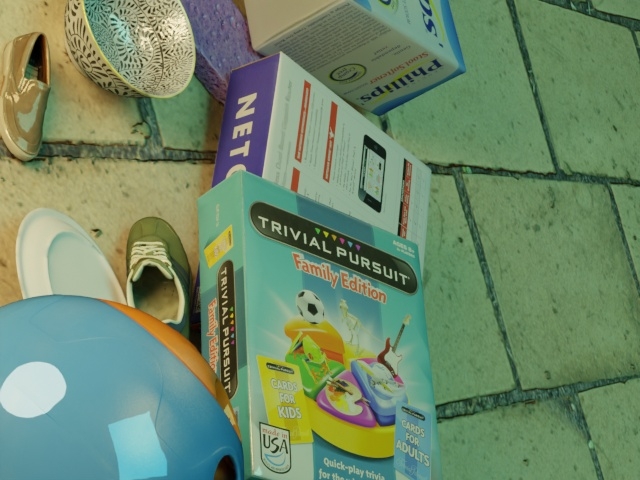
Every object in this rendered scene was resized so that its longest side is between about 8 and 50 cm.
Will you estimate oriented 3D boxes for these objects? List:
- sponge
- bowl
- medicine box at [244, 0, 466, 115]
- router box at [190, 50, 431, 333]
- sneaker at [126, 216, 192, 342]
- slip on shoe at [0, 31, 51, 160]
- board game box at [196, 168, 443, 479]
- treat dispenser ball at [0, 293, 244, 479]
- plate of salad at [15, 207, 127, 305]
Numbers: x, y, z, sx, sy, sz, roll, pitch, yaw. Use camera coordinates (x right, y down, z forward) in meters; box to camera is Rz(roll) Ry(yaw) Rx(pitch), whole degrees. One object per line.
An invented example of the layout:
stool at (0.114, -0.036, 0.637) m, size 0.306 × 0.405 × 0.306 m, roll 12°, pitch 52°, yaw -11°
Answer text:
sponge at (-0.118, -0.231, 1.886) m, size 0.210 × 0.031 × 0.117 m, roll 51°, pitch 38°, yaw -25°
bowl at (-0.218, -0.216, 1.689) m, size 0.170 × 0.080 × 0.170 m, roll 33°, pitch 46°, yaw -42°
medicine box at (0.030, -0.338, 2.025) m, size 0.289 × 0.149 × 0.264 m, roll 21°, pitch 51°, yaw -52°
router box at (0.000, 0.000, 1.846) m, size 0.301 × 0.082 × 0.336 m, roll 35°, pitch 52°, yaw -40°
sneaker at (-0.161, 0.037, 1.587) m, size 0.086 × 0.064 × 0.192 m, roll 85°, pitch -5°, yaw -53°
slip on shoe at (-0.288, -0.145, 1.582) m, size 0.051 × 0.041 × 0.135 m, roll 29°, pitch 49°, yaw -44°
board game box at (0.000, 0.122, 1.612) m, size 0.253 × 0.079 × 0.336 m, roll 22°, pitch 50°, yaw -36°
treat dispenser ball at (-0.205, 0.188, 1.288) m, size 0.288 × 0.288 × 0.288 m, roll 32°, pitch 48°, yaw -43°
plate of salad at (-0.237, 0.064, 1.522) m, size 0.200 × 0.048 × 0.200 m, roll 53°, pitch 23°, yaw -34°
